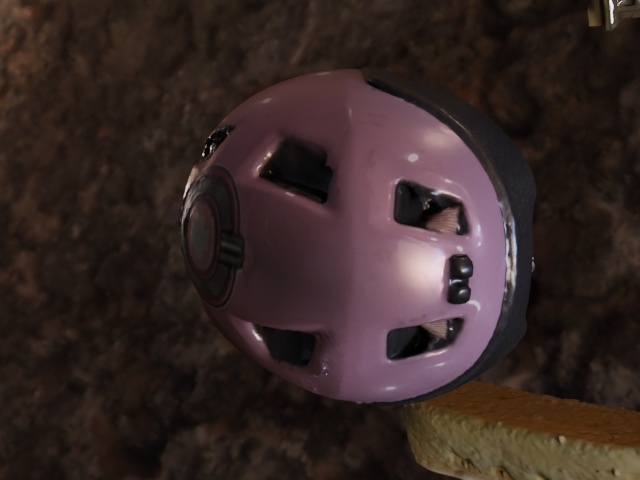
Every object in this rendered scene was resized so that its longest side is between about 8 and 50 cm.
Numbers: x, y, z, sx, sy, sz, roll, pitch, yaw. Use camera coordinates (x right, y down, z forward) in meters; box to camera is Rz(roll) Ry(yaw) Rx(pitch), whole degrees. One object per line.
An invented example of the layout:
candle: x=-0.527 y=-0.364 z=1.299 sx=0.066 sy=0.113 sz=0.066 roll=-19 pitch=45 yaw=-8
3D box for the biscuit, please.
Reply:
biscuit: x=0.138 y=0.129 z=0.783 sx=0.188 sy=0.056 sz=0.052 roll=8 pitch=-154 yaw=40

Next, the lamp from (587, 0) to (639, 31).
lamp: x=0.350 y=-0.204 z=0.875 sx=0.325 sy=0.089 sz=0.090 roll=-1 pitch=-165 yaw=21

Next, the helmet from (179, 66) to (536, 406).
helmet: x=0.000 y=0.000 z=0.739 sx=0.253 sy=0.154 sz=0.198 roll=11 pitch=-76 yaw=32
